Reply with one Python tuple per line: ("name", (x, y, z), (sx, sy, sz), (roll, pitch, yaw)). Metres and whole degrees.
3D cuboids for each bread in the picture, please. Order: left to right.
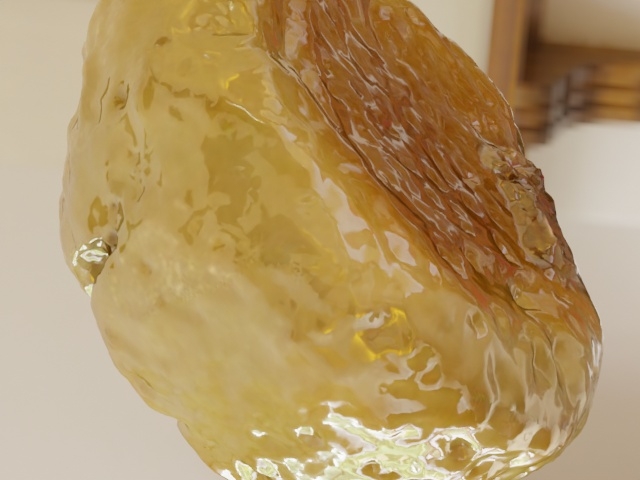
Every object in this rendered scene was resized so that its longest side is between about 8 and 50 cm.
("bread", (0.000, 0.000, 0.737), (0.134, 0.244, 0.244), (-42, 15, 21))
